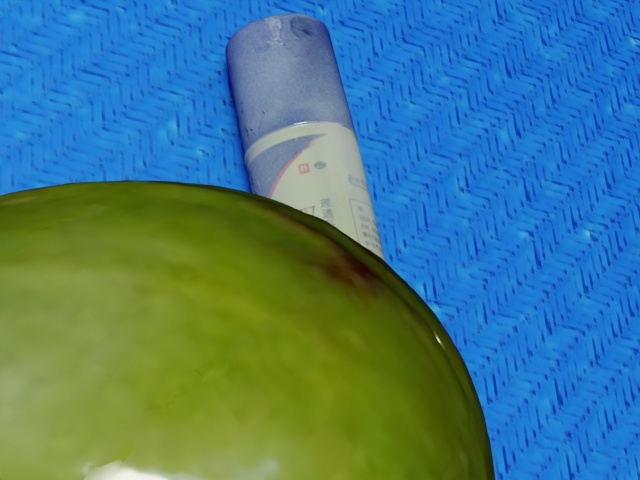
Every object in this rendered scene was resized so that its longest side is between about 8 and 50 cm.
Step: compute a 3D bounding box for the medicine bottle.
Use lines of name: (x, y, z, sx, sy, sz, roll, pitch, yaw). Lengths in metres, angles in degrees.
medicine bottle: (0.000, 0.000, 0.836, 0.059, 0.059, 0.231, 3, 61, -32)

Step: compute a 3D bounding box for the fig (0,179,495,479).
fig: (-0.096, 0.119, 0.569, 0.316, 0.316, 0.316, 16, 56, -25)
